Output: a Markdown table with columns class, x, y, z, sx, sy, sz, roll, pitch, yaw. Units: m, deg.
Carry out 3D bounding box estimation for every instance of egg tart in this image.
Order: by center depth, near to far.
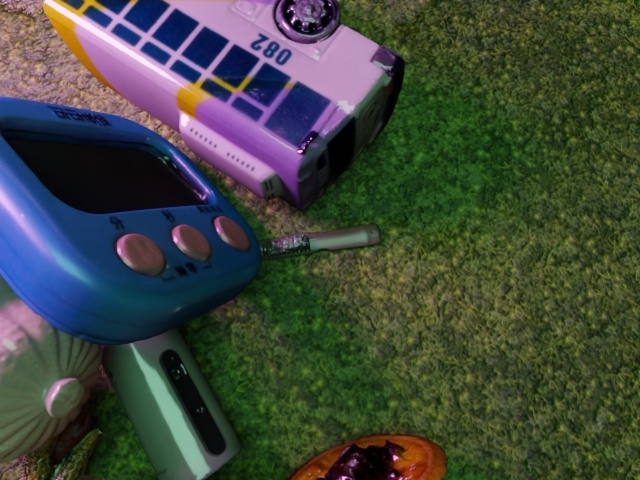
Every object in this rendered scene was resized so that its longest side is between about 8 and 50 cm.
| class | x | y | z | sx | sy | sz | roll | pitch | yaw |
| --- | --- | --- | --- | --- | --- | --- | --- | --- | --- |
| egg tart | 0.062 | 0.331 | 0.554 | 0.215 | 0.215 | 0.170 | -19 | 88 | -7 |

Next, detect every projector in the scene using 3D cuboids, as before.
| class | x | y | z | sx | sy | sz | roll | pitch | yaw |
| --- | --- | --- | --- | --- | --- | --- | --- | --- | --- |
| projector | -0.229 | 0.158 | 0.625 | 0.108 | 0.108 | 0.337 | -31 | 79 | -10 |

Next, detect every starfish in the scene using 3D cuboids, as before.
| class | x | y | z | sx | sy | sz | roll | pitch | yaw |
| --- | --- | --- | --- | --- | --- | --- | --- | --- | --- |
| starfish | -0.325 | 0.316 | 0.575 | 0.217 | 0.050 | 0.223 | 15 | 110 | -33 |

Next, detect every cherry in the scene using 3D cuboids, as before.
| class | x | y | z | sx | sy | sz | roll | pitch | yaw |
| --- | --- | --- | --- | --- | --- | --- | --- | --- | --- |
| cherry | -0.366 | 0.274 | 0.605 | 0.107 | 0.090 | 0.225 | 22 | 89 | -2 |

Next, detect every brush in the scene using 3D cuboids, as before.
| class | x | y | z | sx | sy | sz | roll | pitch | yaw |
| --- | --- | --- | --- | --- | --- | --- | --- | --- | --- |
| brush | 0.000 | 0.000 | 0.717 | 0.191 | 0.027 | 0.034 | -7 | 78 | -6 |

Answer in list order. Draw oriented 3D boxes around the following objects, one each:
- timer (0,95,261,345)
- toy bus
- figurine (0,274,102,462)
| class | x | y | z | sx | sy | sz | roll | pitch | yaw |
| --- | --- | --- | --- | --- | --- | --- | --- | --- | --- |
| timer | -0.238 | -0.031 | 0.571 | 0.309 | 0.340 | 0.115 | 47 | 109 | 8 |
| toy bus | -0.127 | -0.240 | 0.676 | 0.440 | 0.209 | 0.249 | 33 | 78 | 6 |
| figurine | -0.386 | 0.137 | 0.546 | 0.204 | 0.332 | 0.185 | 41 | 55 | -27 |
